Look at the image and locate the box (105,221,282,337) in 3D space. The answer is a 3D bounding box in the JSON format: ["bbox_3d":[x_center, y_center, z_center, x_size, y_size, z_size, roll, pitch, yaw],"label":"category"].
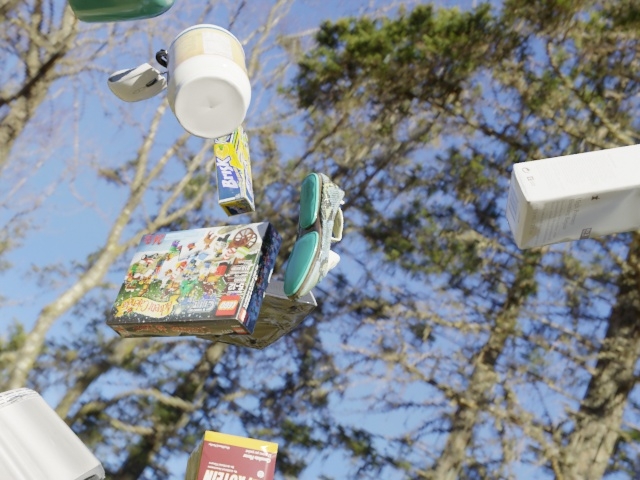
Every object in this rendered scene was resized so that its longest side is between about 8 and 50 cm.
[{"bbox_3d":[-0.179,0.058,1.269,0.233,0.159,0.044,-5,-38,30],"label":"box"}]

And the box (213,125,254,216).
[{"bbox_3d":[-0.161,-0.133,1.653,0.054,0.169,0.059,-12,-26,9],"label":"box"}]

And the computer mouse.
[{"bbox_3d":[-0.332,-0.301,1.714,0.193,0.042,0.106,-13,-43,29],"label":"computer mouse"}]

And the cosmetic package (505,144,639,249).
[{"bbox_3d":[0.405,-0.067,1.353,0.231,0.085,0.117,-9,-39,-3],"label":"cosmetic package"}]

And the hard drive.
[{"bbox_3d":[-0.134,0.147,1.810,0.172,0.054,0.255,14,-33,-25],"label":"hard drive"}]

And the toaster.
[{"bbox_3d":[-0.344,0.256,1.004,0.146,0.129,0.227,51,5,5],"label":"toaster"}]

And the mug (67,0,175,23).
[{"bbox_3d":[-0.180,-0.265,0.817,0.097,0.158,0.129,-4,-66,2],"label":"mug"}]

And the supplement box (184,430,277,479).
[{"bbox_3d":[-0.169,0.455,1.548,0.129,0.191,0.194,13,-29,-11],"label":"supplement box"}]

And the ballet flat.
[{"bbox_3d":[0.000,0.000,1.158,0.070,0.188,0.070,9,-26,4],"label":"ballet flat"}]

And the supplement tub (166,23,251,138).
[{"bbox_3d":[-0.198,-0.280,1.576,0.144,0.199,0.144,-5,-53,-7],"label":"supplement tub"}]
